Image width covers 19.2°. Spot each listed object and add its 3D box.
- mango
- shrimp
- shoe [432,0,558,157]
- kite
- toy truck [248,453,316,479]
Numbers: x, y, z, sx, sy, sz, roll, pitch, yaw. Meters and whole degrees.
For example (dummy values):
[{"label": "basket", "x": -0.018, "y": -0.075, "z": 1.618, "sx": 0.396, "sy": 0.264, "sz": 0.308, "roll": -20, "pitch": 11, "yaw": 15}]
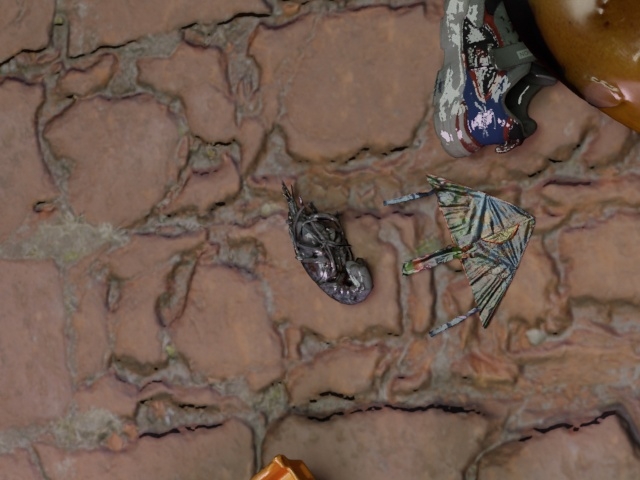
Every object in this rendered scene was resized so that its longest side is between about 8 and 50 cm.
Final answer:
[{"label": "mango", "x": 0.319, "y": -0.223, "z": 1.921, "sx": 0.201, "sy": 0.152, "sz": 0.287, "roll": -41, "pitch": 69, "yaw": 15}, {"label": "shrimp", "x": 0.000, "y": 0.000, "z": 2.085, "sx": 0.065, "sy": 0.056, "sz": 0.165, "roll": -35, "pitch": 80, "yaw": 32}, {"label": "shoe", "x": 0.194, "y": -0.195, "z": 1.997, "sx": 0.125, "sy": 0.099, "sz": 0.227, "roll": 10, "pitch": 92, "yaw": 32}, {"label": "kite", "x": 0.159, "y": 0.005, "z": 2.039, "sx": 0.160, "sy": 0.010, "sz": 0.183, "roll": -23, "pitch": 78, "yaw": 16}, {"label": "toy truck", "x": -0.098, "y": 0.350, "z": 2.036, "sx": 0.270, "sy": 0.135, "sz": 0.114, "roll": -41, "pitch": 70, "yaw": 13}]
